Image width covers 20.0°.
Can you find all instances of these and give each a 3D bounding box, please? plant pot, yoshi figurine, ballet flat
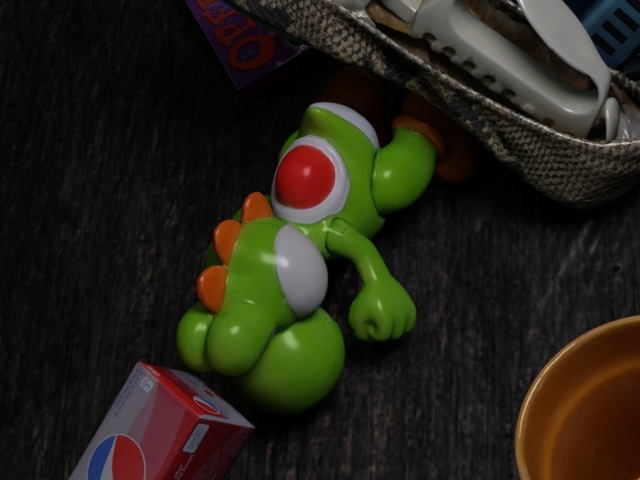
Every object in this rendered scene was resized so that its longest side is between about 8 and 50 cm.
[{"bbox_3d":[0.270,0.191,1.416,0.205,0.188,0.205,-9,55,14],"label":"plant pot"},{"bbox_3d":[0.000,0.018,1.678,0.203,0.203,0.362,41,57,-5],"label":"yoshi figurine"},{"bbox_3d":[0.105,-0.207,1.608,0.482,0.182,0.164,33,59,-4],"label":"ballet flat"}]

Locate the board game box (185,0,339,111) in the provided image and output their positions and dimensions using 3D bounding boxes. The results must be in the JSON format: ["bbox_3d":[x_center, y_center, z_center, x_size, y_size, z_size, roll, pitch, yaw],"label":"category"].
[{"bbox_3d":[-0.058,-0.311,1.964,0.208,0.056,0.347,-33,53,3],"label":"board game box"}]

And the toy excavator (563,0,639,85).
[{"bbox_3d":[0.218,-0.293,1.689,0.445,0.433,0.222,31,69,-4],"label":"toy excavator"}]

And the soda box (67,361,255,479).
[{"bbox_3d":[-0.170,0.239,1.555,0.092,0.083,0.263,37,101,35],"label":"soda box"}]
